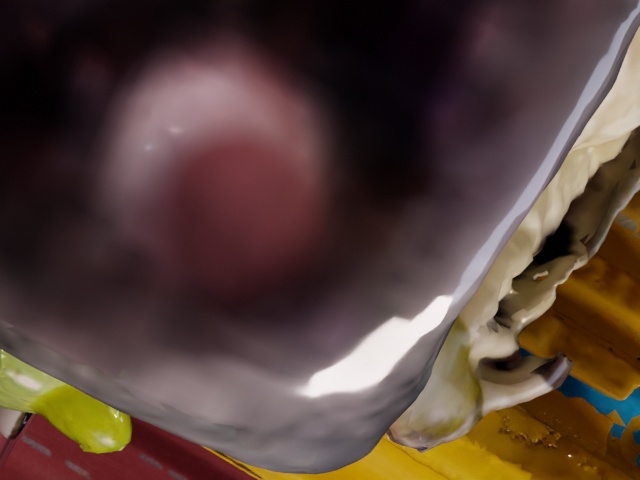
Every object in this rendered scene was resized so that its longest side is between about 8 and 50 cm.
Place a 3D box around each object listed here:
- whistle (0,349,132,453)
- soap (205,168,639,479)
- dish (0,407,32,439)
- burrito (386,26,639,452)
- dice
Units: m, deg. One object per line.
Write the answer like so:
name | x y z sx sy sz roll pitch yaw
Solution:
whistle | -0.121 0.041 0.556 0.294 0.141 0.141 -60 -178 -30
soap | 0.001 0.000 0.818 0.096 0.324 0.204 -57 -178 46
dish | -0.145 -0.018 1.209 0.243 0.080 0.182 -59 -179 -39
burrito | 0.061 -0.098 0.680 0.190 0.135 0.332 23 94 -60
dice | -0.024 -0.069 0.415 0.181 0.183 0.182 -58 180 5
